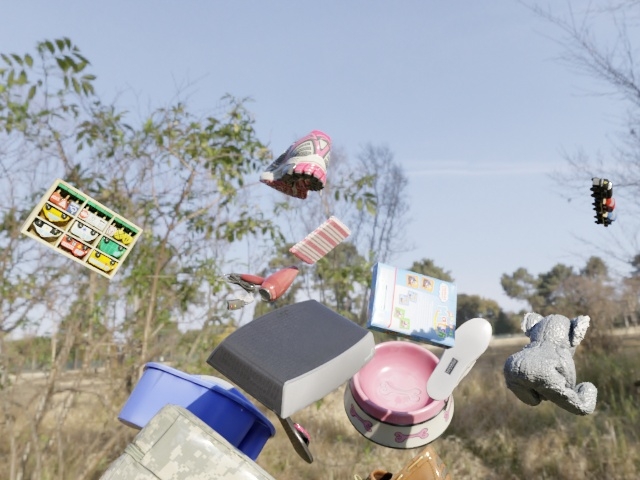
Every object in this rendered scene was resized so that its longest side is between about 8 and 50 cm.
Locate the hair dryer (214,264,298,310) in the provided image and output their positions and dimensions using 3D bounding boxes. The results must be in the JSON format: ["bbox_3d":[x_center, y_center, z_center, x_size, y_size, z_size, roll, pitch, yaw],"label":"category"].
[{"bbox_3d":[-0.211,0.136,1.935,0.293,0.224,0.080,-10,-56,-17],"label":"hair dryer"}]

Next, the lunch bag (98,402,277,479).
[{"bbox_3d":[-0.222,0.446,0.876,0.305,0.256,0.212,38,-31,3],"label":"lunch bag"}]

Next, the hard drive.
[{"bbox_3d":[-0.033,0.169,0.875,0.172,0.054,0.254,28,25,28],"label":"hard drive"}]

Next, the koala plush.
[{"bbox_3d":[0.557,0.272,1.342,0.203,0.221,0.196,41,-26,-28],"label":"koala plush"}]

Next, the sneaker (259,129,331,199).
[{"bbox_3d":[-0.050,-0.168,1.293,0.120,0.112,0.299,22,-11,-23],"label":"sneaker"}]

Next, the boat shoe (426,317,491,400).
[{"bbox_3d":[0.375,0.324,1.527,0.095,0.258,0.084,40,-4,17],"label":"boat shoe"}]

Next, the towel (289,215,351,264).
[{"bbox_3d":[0.000,0.000,1.917,0.197,0.029,0.144,-38,-33,8],"label":"towel"}]

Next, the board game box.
[{"bbox_3d":[0.219,0.154,1.308,0.211,0.160,0.039,16,-28,-12],"label":"board game box"}]

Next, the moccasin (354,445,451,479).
[{"bbox_3d":[0.176,0.696,1.549,0.380,0.147,0.139,-40,-20,26],"label":"moccasin"}]

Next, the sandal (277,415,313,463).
[{"bbox_3d":[-0.060,0.491,1.427,0.040,0.179,0.067,-29,-1,-34],"label":"sandal"}]

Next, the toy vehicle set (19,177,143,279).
[{"bbox_3d":[-0.642,-0.028,1.509,0.267,0.166,0.035,37,-15,-35],"label":"toy vehicle set"}]

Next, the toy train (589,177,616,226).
[{"bbox_3d":[0.486,-0.064,0.950,0.036,0.027,0.158,7,-19,32],"label":"toy train"}]

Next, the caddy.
[{"bbox_3d":[-0.264,0.381,1.212,0.341,0.179,0.241,13,-36,25],"label":"caddy"}]

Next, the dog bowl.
[{"bbox_3d":[0.286,0.539,2.021,0.407,0.408,0.150,-3,-54,-1],"label":"dog bowl"}]
